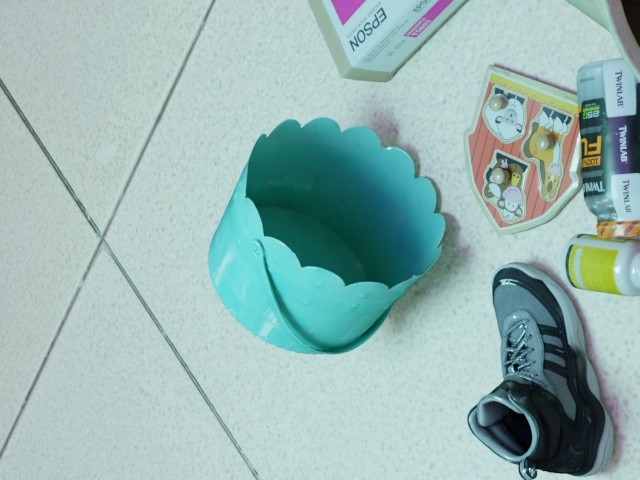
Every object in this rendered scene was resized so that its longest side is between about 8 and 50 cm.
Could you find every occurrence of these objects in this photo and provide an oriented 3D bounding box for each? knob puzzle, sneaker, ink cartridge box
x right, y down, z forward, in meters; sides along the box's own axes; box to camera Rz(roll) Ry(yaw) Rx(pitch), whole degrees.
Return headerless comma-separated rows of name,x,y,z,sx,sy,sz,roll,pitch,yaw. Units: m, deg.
knob puzzle,0.235,-0.098,1.758,0.213,0.030,0.213,4,95,48
sneaker,0.233,0.149,1.680,0.101,0.153,0.268,-36,66,43
ink cartridge box,0.087,-0.347,1.867,0.235,0.088,0.193,-43,60,40

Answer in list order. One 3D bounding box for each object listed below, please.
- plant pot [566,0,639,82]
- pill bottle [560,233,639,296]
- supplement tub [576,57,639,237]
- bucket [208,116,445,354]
plant pot,0.280,-0.271,1.096,0.305,0.334,0.333,-136,54,-62
pill bottle,0.332,0.029,1.630,0.116,0.065,0.065,8,98,48
supplement tub,0.339,-0.099,1.576,0.117,0.117,0.190,-5,88,48
bucket,0.000,0.000,1.853,0.281,0.281,0.183,62,141,25
